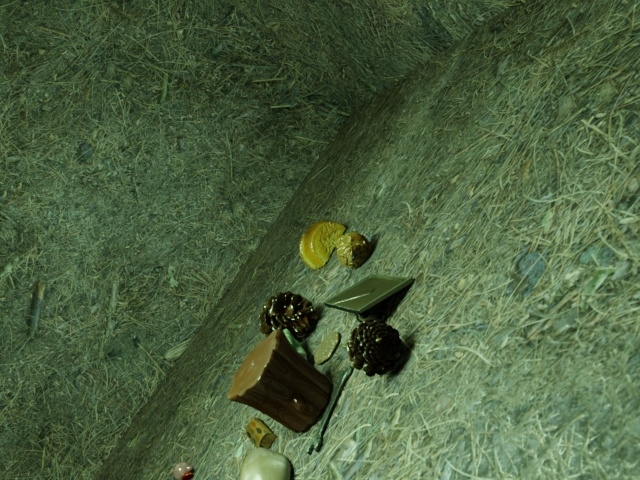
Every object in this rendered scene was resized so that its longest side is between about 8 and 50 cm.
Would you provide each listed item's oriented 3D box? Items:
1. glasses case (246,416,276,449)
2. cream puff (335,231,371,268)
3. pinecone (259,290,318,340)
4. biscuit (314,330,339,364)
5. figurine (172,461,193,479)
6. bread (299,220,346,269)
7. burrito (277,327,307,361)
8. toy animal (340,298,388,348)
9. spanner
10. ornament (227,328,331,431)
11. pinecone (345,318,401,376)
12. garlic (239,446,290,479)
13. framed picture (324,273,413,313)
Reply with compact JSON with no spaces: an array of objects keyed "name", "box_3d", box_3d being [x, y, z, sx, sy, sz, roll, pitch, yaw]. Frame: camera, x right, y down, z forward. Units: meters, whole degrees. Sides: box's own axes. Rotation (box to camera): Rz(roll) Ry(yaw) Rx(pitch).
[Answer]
[{"name":"glasses case","box_3d":[-0.188,0.592,1.664,0.064,0.041,0.170,-56,16,-13]},{"name":"cream puff","box_3d":[0.115,0.037,1.913,0.104,0.119,0.133,34,114,58]},{"name":"pinecone","box_3d":[-0.112,0.274,1.929,0.204,0.179,0.184,3,74,56]},{"name":"biscuit","box_3d":[0.019,0.333,1.691,0.120,0.015,0.120,-48,15,17]},{"name":"figurine","box_3d":[-0.499,0.838,1.973,0.083,0.067,0.071,-34,38,6]},{"name":"bread","box_3d":[0.000,0.000,2.305,0.143,0.139,0.229,-9,45,57]},{"name":"burrito","box_3d":[-0.092,0.380,1.753,0.089,0.144,0.229,-14,19,-11]},{"name":"toy animal","box_3d":[0.121,0.245,1.498,0.105,0.070,0.202,-19,33,42]},{"name":"spanner","box_3d":[0.026,0.440,1.429,0.054,0.015,0.254,-34,23,55]},{"name":"ornament","box_3d":[-0.100,0.399,1.503,0.235,0.217,0.221,-55,15,-10]},{"name":"pinecone","box_3d":[0.128,0.263,1.322,0.140,0.140,0.121,-58,-3,-21]},{"name":"garlic","box_3d":[-0.157,0.618,1.433,0.143,0.112,0.318,-59,5,-15]},{"name":"framed picture","box_3d":[0.133,0.154,1.603,0.192,0.018,0.265,-28,8,-18]}]
